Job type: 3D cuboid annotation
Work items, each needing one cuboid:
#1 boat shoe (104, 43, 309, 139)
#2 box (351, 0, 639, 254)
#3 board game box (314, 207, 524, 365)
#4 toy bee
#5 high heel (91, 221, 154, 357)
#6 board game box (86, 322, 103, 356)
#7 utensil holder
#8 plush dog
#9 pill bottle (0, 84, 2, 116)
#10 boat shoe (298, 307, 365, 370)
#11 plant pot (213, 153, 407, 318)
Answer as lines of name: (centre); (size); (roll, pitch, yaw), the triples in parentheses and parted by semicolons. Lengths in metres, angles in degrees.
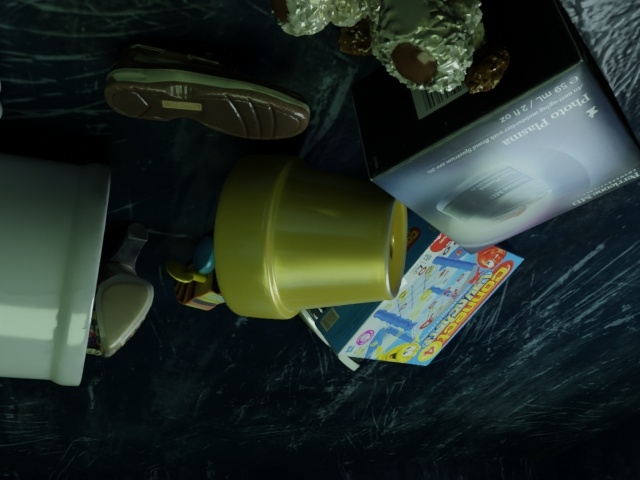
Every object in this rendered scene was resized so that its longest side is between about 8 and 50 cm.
boat shoe: (-0.138, -0.202, 0.832); (0.258, 0.095, 0.095); (9, 152, -12)
box: (0.256, -0.154, 0.916); (0.296, 0.182, 0.294); (-28, 143, 29)
board game box: (0.192, 0.092, 1.219); (0.302, 0.086, 0.308); (17, 117, -47)
toy bee: (-0.181, 0.065, 1.175); (0.195, 0.162, 0.298); (7, 144, -18)
high heel: (-0.360, 0.117, 1.125); (0.093, 0.261, 0.186); (21, 135, -23)
board game box: (-0.516, 0.132, 1.229); (0.260, 0.136, 0.030); (22, 133, -39)
utensil holder: (-0.513, 0.024, 0.902); (0.386, 0.327, 0.327); (8, 144, -19)
plush dog: (0.104, -0.264, 0.732); (0.210, 0.262, 0.225); (-56, 152, -2)
pill bottle: (-0.436, -0.208, 0.772); (0.087, 0.087, 0.160); (-2, 146, -9)
boat shoe: (0.039, 0.179, 1.444); (0.113, 0.127, 0.340); (-41, 135, -3)
plant pot: (0.000, 0.000, 0.976); (0.239, 0.254, 0.254); (5, 150, 17)
